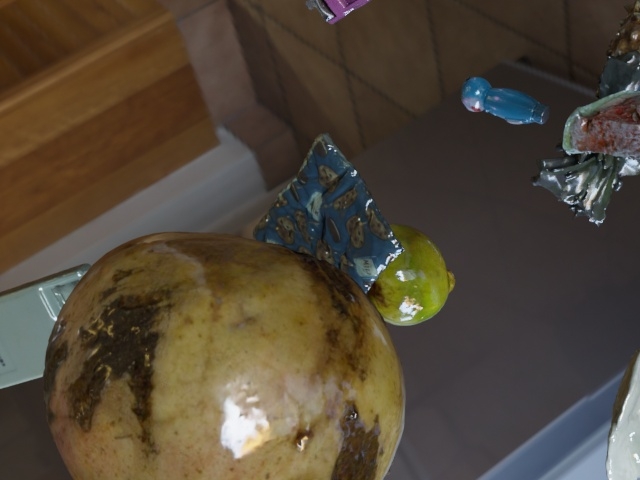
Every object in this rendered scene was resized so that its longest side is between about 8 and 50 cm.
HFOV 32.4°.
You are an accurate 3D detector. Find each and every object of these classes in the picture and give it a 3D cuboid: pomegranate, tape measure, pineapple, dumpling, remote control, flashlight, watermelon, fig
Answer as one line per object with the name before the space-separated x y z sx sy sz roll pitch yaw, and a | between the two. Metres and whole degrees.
pomegranate | -0.082 0.134 0.967 0.322 0.322 0.322 49 161 24
tape measure | 0.051 -0.349 1.446 0.125 0.118 0.074 -20 118 41
pineapple | 0.342 -0.160 1.193 0.141 0.310 0.170 30 160 30
dumpling | 0.414 0.184 1.347 0.131 0.252 0.179 27 144 45
remote control | -0.368 0.115 1.389 0.285 0.038 0.123 -20 102 30
flashlight | 0.252 -0.191 1.510 0.129 0.051 0.051 20 144 30
watermelon | 0.324 -0.105 1.012 0.139 0.187 0.071 -89 0 -77
fig | 0.107 0.047 1.465 0.153 0.120 0.136 19 -116 -68

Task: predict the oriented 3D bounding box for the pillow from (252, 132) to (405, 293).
pillow | 0.000 0.002 1.435 0.189 0.034 0.255 58 139 16
